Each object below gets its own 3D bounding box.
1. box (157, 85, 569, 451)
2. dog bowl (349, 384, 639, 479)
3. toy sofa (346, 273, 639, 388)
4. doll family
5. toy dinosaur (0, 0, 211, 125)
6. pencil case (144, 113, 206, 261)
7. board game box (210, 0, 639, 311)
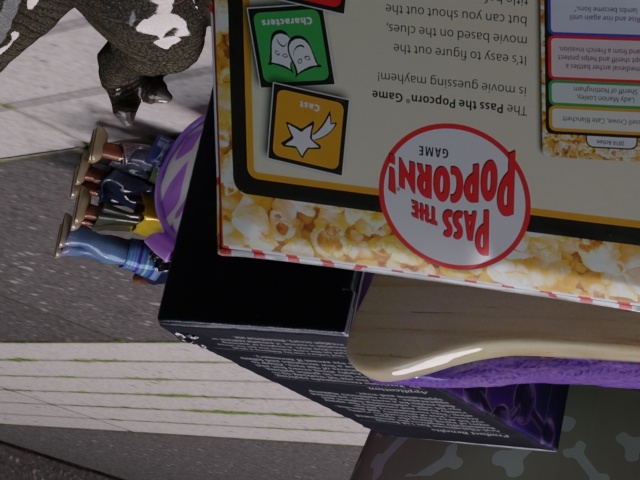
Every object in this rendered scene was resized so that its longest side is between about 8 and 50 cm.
[{"bbox_3d":[0.037,0.001,0.846,0.108,0.153,0.207,2,163,35],"label":"box"},{"bbox_3d":[0.179,0.190,1.197,0.348,0.102,0.349,10,159,4],"label":"dog bowl"},{"bbox_3d":[0.194,0.003,0.642,0.362,0.177,0.150,-1,153,40],"label":"toy sofa"},{"bbox_3d":[-0.096,-0.011,1.083,0.111,0.076,0.193,12,171,-13],"label":"doll family"},{"bbox_3d":[-0.030,-0.104,0.647,0.313,0.121,0.160,12,154,21],"label":"toy dinosaur"},{"bbox_3d":[0.000,0.000,0.992,0.206,0.088,0.086,24,-177,-40],"label":"pencil case"},{"bbox_3d":[0.043,-0.082,0.478,0.146,0.194,0.045,8,-156,19],"label":"board game box"}]
